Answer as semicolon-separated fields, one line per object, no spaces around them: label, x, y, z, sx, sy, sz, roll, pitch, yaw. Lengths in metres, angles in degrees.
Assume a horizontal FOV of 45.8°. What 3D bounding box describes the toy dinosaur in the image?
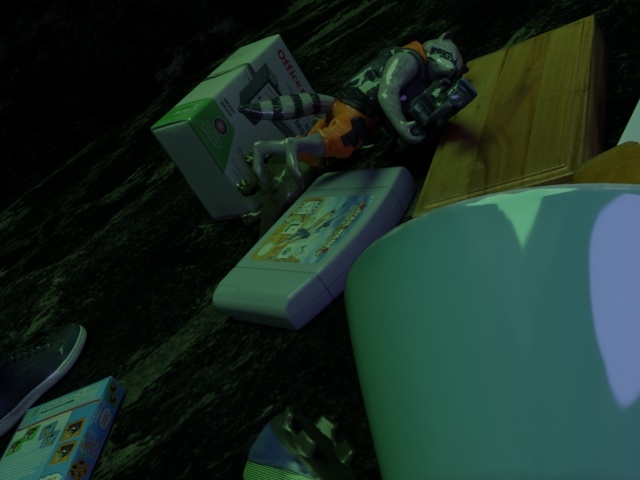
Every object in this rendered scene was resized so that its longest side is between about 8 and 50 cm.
toy dinosaur;-0.059;-0.102;1.230;0.160;0.121;0.313;-25;20;46

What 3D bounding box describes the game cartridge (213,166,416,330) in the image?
game cartridge;0.000;0.000;1.066;0.198;0.062;0.297;-4;38;52

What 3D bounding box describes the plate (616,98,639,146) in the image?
plate;0.448;-0.116;0.769;0.278;0.045;0.277;-3;40;45

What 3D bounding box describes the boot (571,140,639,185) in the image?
boot;0.243;0.014;0.679;0.295;0.104;0.211;-17;41;16

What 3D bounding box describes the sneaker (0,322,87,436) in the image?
sneaker;-0.485;0.174;1.186;0.086;0.163;0.226;-7;35;44

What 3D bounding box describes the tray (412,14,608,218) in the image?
tray;0.266;-0.154;1.007;0.202;0.076;0.411;-16;32;32

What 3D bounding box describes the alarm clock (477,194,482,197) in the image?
alarm clock;0.135;0.047;0.812;0.129;0.064;0.192;-23;40;33

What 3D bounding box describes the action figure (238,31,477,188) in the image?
action figure;0.072;-0.194;1.048;0.330;0.179;0.341;-32;2;-15

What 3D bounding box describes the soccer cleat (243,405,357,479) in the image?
soccer cleat;0.005;0.256;0.613;0.121;0.093;0.289;-61;28;13

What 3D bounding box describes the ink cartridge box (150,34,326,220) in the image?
ink cartridge box;-0.134;-0.211;1.391;0.121;0.211;0.289;-6;37;44

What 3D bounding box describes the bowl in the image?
bowl;0.159;0.120;0.461;0.311;0.311;0.163;-14;53;33

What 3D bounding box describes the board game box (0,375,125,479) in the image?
board game box;-0.357;0.285;0.989;0.160;0.039;0.211;-23;27;20
